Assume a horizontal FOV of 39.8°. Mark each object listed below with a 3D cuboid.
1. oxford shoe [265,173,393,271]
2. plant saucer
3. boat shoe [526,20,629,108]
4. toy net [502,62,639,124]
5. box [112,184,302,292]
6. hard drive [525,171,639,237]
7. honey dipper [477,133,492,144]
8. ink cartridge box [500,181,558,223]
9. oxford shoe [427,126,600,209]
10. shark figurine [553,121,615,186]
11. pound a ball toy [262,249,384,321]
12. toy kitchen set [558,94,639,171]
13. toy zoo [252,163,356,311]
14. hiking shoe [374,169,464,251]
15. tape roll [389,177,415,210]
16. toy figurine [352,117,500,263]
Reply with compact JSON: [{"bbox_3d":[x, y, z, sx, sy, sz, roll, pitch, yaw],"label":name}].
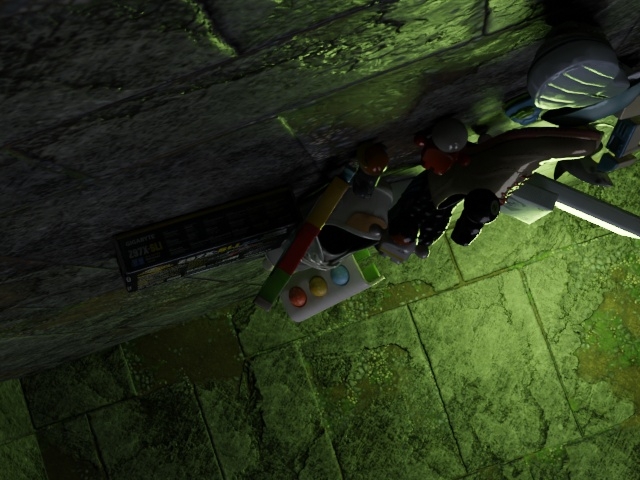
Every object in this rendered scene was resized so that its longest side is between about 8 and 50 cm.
[{"bbox_3d":[0.000,0.000,1.793,0.169,0.130,0.449,13,157,-23],"label":"oxford shoe"},{"bbox_3d":[0.483,-0.237,1.543,0.195,0.037,0.195,-25,-170,5],"label":"plant saucer"},{"bbox_3d":[0.317,-0.226,1.115,0.109,0.094,0.302,-25,173,25],"label":"boat shoe"},{"bbox_3d":[0.416,-0.251,1.453,0.232,0.045,0.122,-22,172,10],"label":"toy net"},{"bbox_3d":[-0.213,0.003,1.632,0.322,0.079,0.257,-17,171,-14],"label":"box"},{"bbox_3d":[0.569,-0.097,2.046,0.353,0.047,0.233,23,-175,2],"label":"hard drive"},{"bbox_3d":[0.333,-0.193,1.782,0.031,0.030,0.161,-20,178,10],"label":"honey dipper"},{"bbox_3d":[0.396,-0.109,1.977,0.224,0.045,0.223,23,175,4],"label":"ink cartridge box"},{"bbox_3d":[0.347,-0.129,1.606,0.123,0.130,0.348,1,173,-44],"label":"oxford shoe"},{"bbox_3d":[0.560,-0.192,1.979,0.278,0.166,0.116,-66,174,-55],"label":"shark figurine"},{"bbox_3d":[-0.017,0.087,2.397,0.319,0.208,0.136,-29,176,35],"label":"pound a ball toy"},{"bbox_3d":[0.570,-0.254,1.799,0.122,0.166,0.207,-16,137,-31],"label":"toy kitchen set"},{"bbox_3d":[-0.026,-0.009,1.527,0.293,0.030,0.192,-58,-177,-5],"label":"toy zoo"},{"bbox_3d":[0.208,-0.063,1.827,0.304,0.113,0.132,-40,-169,-26],"label":"hiking shoe"},{"bbox_3d":[0.095,-0.051,2.102,0.392,0.071,0.392,-19,175,-2],"label":"tape roll"},{"bbox_3d":[0.167,-0.079,1.449,0.210,0.212,0.148,-15,164,-11],"label":"toy figurine"}]
